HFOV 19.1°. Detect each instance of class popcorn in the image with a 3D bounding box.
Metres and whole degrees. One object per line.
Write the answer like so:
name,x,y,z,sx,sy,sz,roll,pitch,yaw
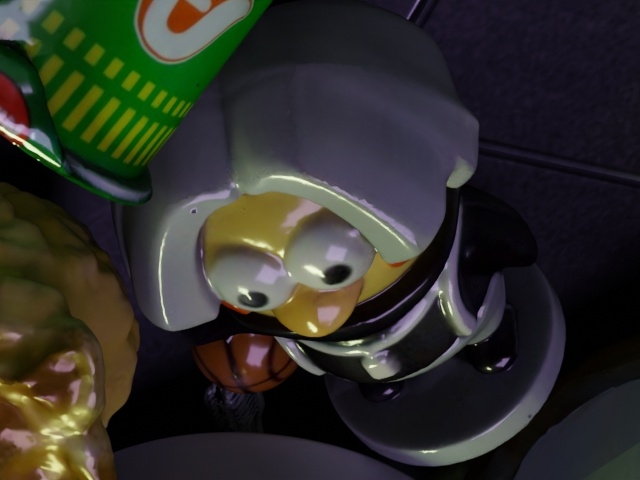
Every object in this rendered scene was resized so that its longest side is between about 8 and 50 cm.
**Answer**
popcorn,-0.146,0.061,0.768,0.180,0.180,0.170,-38,170,8

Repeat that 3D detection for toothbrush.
toothbrush,-0.023,0.155,1.008,0.024,0.026,0.288,10,142,19

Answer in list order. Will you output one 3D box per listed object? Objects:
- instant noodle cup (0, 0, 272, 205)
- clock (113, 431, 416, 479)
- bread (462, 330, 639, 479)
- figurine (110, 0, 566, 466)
instant noodle cup,-0.050,-0.159,0.597,0.232,0.207,0.207,-45,135,6
clock,-0.035,0.189,0.946,0.231,0.083,0.230,1,136,1
bread,0.261,0.148,1.002,0.395,0.239,0.264,-38,136,6
figurine,0.000,0.000,0.810,0.176,0.133,0.236,-19,145,15
